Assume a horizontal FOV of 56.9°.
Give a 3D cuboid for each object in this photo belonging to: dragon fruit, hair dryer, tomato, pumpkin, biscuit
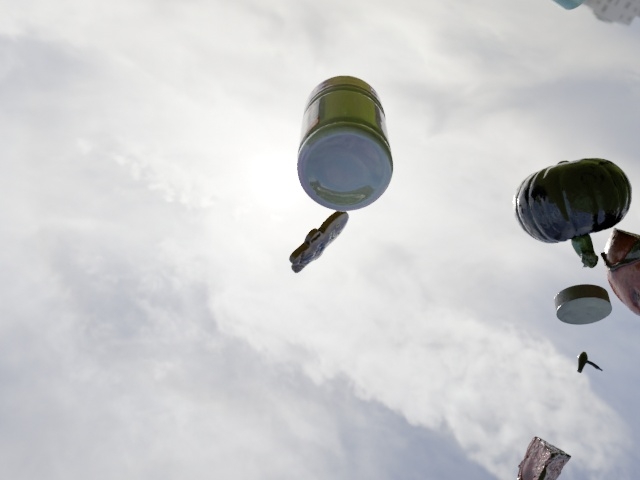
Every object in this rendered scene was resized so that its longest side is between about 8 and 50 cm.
[{"bbox_3d":[0.561,0.610,1.492,0.092,0.122,0.192,31,-100,-2],"label":"dragon fruit"},{"bbox_3d":[0.831,0.389,1.821,0.083,0.031,0.079,28,-130,8],"label":"hair dryer"},{"bbox_3d":[0.757,0.102,1.280,0.309,0.170,0.309,23,-165,-7],"label":"tomato"},{"bbox_3d":[0.561,-0.057,1.310,0.248,0.248,0.248,14,-142,-11],"label":"pumpkin"},{"bbox_3d":[0.000,0.000,1.742,0.039,0.180,0.236,40,-103,19],"label":"biscuit"}]

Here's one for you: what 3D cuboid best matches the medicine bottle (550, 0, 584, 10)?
[{"bbox_3d":[0.803,-0.886,1.999,0.226,0.139,0.139,12,-143,-34],"label":"medicine bottle"}]

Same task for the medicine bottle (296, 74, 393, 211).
[{"bbox_3d":[0.053,-0.225,1.321,0.202,0.202,0.315,16,-148,-8],"label":"medicine bottle"}]

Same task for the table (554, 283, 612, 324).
[{"bbox_3d":[0.674,0.166,1.522,0.134,0.133,0.043,15,-129,-11],"label":"table"}]
